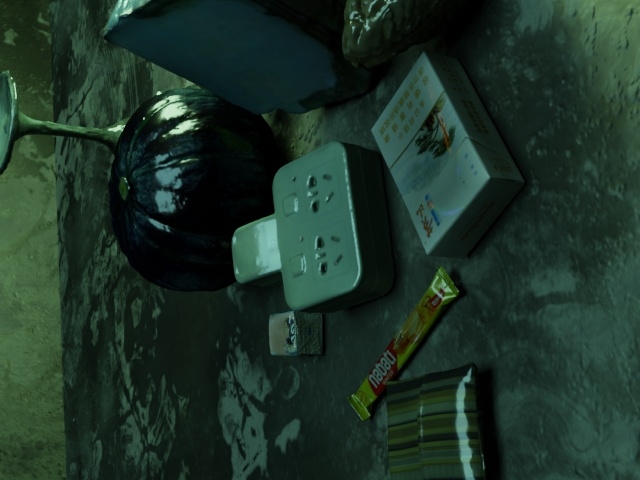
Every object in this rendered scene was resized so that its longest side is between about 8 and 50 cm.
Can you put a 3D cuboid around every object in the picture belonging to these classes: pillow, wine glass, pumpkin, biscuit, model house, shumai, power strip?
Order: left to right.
[{"bbox_3d":[-0.447,-0.212,2.085,0.267,0.406,0.267,-11,76,57],"label":"wine glass"},{"bbox_3d":[-0.219,-0.086,1.801,0.363,0.266,0.363,-4,86,58],"label":"pumpkin"},{"bbox_3d":[-0.085,-0.418,1.564,0.297,0.360,0.339,-19,56,48],"label":"model house"},{"bbox_3d":[0.000,0.000,1.567,0.261,0.141,0.229,-23,66,42],"label":"power strip"},{"bbox_3d":[0.087,-0.339,1.345,0.206,0.166,0.175,-43,76,27],"label":"shumai"},{"bbox_3d":[0.113,0.147,1.415,0.048,0.026,0.292,51,132,25],"label":"biscuit"},{"bbox_3d":[0.145,0.271,1.310,0.208,0.052,0.212,151,120,-60],"label":"pillow"}]

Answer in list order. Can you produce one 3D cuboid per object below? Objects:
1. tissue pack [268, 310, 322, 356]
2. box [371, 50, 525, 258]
[{"bbox_3d":[-0.041,0.151,1.653,0.094,0.059,0.074,-16,74,60],"label":"tissue pack"},{"bbox_3d":[0.159,-0.110,1.326,0.149,0.067,0.233,-59,39,40],"label":"box"}]
